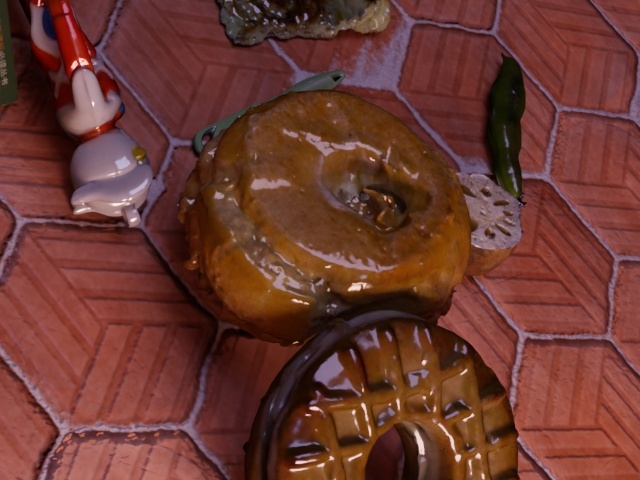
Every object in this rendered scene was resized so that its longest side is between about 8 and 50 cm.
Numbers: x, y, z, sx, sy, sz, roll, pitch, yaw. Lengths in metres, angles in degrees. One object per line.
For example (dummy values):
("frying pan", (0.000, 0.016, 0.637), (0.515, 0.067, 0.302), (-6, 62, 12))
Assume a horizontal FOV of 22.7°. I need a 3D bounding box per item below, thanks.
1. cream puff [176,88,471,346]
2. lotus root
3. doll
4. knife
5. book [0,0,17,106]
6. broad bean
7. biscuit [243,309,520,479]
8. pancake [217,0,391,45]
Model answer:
("cream puff", (0.000, 0.000, 1.797), (0.327, 0.231, 0.343), (36, 51, 5))
("lotus root", (0.191, -0.020, 2.045), (0.112, 0.081, 0.122), (18, 51, -20))
("doll", (-0.281, -0.192, 1.803), (0.099, 0.188, 0.384), (-18, 83, -10))
("knife", (-0.059, -0.165, 2.030), (0.293, 0.020, 0.043), (-29, 78, -42))
("book", (-0.447, -0.214, 1.712), (0.027, 0.202, 0.264), (16, 29, 41))
("broad bean", (0.258, -0.156, 2.216), (0.060, 0.043, 0.297), (29, 47, -27))
("biscuit", (0.069, 0.240, 1.670), (0.332, 0.103, 0.332), (-1, 92, -33))
("pancake", (-0.092, -0.434, 2.173), (0.305, 0.067, 0.427), (-28, 78, -41))
